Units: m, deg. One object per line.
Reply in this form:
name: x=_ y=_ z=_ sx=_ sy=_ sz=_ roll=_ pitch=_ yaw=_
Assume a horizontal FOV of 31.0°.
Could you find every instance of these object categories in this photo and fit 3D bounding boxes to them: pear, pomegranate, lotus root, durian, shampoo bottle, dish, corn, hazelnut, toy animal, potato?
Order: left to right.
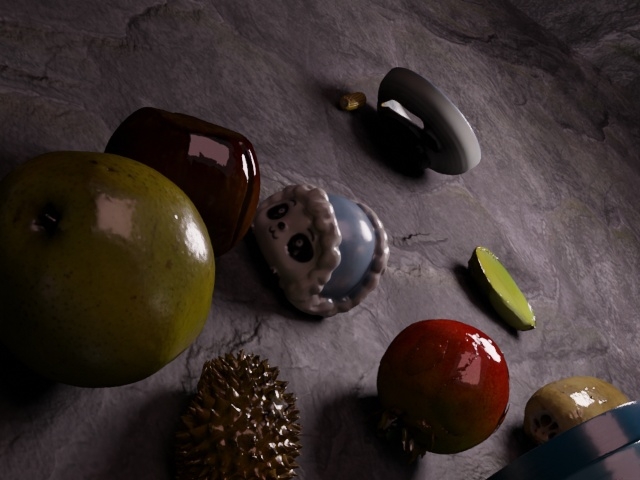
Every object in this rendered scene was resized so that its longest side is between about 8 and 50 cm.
pear: x=-0.261 y=0.030 z=1.318 sx=0.294 sy=0.294 sz=0.294 roll=35 pitch=30 yaw=-24
hazelnut: x=-0.203 y=-0.077 z=1.645 sx=0.234 sy=0.218 sz=0.218 roll=13 pitch=39 yaw=-19
durian: x=-0.085 y=0.234 z=1.458 sx=0.183 sy=0.138 sz=0.249 roll=33 pitch=24 yaw=-10
toy animal: x=0.000 y=0.000 z=1.851 sx=0.204 sy=0.156 sz=0.208 roll=21 pitch=34 yaw=-47
corn: x=0.068 y=-0.297 z=2.459 sx=0.037 sy=0.037 sz=0.092 roll=51 pitch=26 yaw=7
dish: x=0.197 y=-0.222 z=2.439 sx=0.273 sy=0.134 sz=0.273 roll=44 pitch=-13 yaw=13
pomegranate: x=0.181 y=0.232 z=1.769 sx=0.210 sy=0.210 sz=0.235 roll=46 pitch=68 yaw=-2
potato: x=0.360 y=0.104 z=2.338 sx=0.198 sy=0.054 sz=0.119 roll=49 pitch=27 yaw=-7
lotus root: x=0.493 y=0.332 z=2.120 sx=0.343 sy=0.151 sz=0.169 roll=0 pitch=53 yaw=-51
shampoo bottle: x=0.415 y=0.459 z=1.651 sx=0.331 sy=0.331 sz=0.342 roll=3 pitch=51 yaw=-54
